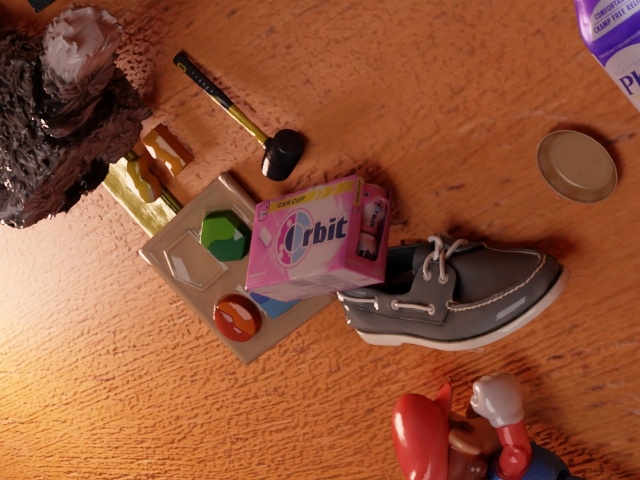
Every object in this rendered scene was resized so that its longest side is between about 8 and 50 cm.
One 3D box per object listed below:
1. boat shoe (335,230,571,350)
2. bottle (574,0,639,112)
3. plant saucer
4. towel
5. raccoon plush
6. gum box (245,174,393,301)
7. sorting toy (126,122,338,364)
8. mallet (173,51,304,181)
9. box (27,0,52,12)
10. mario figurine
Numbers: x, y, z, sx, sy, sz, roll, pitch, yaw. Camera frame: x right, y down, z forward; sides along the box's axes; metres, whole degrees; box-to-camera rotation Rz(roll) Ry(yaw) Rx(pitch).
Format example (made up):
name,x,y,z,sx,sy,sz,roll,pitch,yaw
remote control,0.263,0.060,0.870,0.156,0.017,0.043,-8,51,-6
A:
name,x,y,z,sx,sy,sz,roll,pitch,yaw
boat shoe,0.124,0.046,1.320,0.099,0.116,0.319,52,148,-18
bottle,0.268,-0.179,0.979,0.283,0.092,0.118,49,137,-7
plant saucer,0.245,-0.072,1.171,0.083,0.015,0.083,25,139,24
towel,-0.225,-0.039,1.640,0.237,0.021,0.102,49,142,-7
raccoon plush,-0.353,-0.225,1.436,0.299,0.216,0.446,45,142,7
gum box,0.000,0.000,1.383,0.062,0.107,0.188,19,159,-36
sorting toy,-0.144,0.010,1.569,0.307,0.041,0.229,47,133,-5
mallet,-0.093,-0.150,1.399,0.189,0.039,0.062,47,145,1
box,-0.301,-0.367,1.369,0.233,0.044,0.159,-19,112,50
mario figurine,0.237,0.252,1.445,0.321,0.170,0.198,24,104,8
